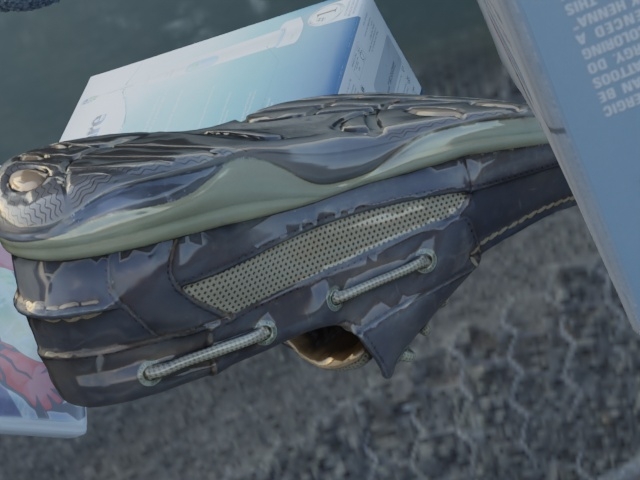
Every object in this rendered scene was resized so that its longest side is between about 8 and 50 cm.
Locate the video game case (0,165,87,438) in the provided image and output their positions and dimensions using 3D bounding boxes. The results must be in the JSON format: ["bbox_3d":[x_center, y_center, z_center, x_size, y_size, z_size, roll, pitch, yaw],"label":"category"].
[{"bbox_3d":[-0.242,0.033,1.105,0.023,0.201,0.183,-20,68,44],"label":"video game case"}]

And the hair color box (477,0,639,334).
[{"bbox_3d":[0.058,-0.178,0.463,0.114,0.374,0.185,-23,32,6],"label":"hair color box"}]

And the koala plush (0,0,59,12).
[{"bbox_3d":[-0.204,-0.302,1.259,0.221,0.196,0.203,-23,40,-37],"label":"koala plush"}]

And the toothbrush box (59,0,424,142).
[{"bbox_3d":[-0.080,-0.073,1.455,0.296,0.126,0.216,-14,37,24],"label":"toothbrush box"}]

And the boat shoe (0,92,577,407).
[{"bbox_3d":[0.000,0.000,0.853,0.355,0.130,0.132,-11,15,-33],"label":"boat shoe"}]
